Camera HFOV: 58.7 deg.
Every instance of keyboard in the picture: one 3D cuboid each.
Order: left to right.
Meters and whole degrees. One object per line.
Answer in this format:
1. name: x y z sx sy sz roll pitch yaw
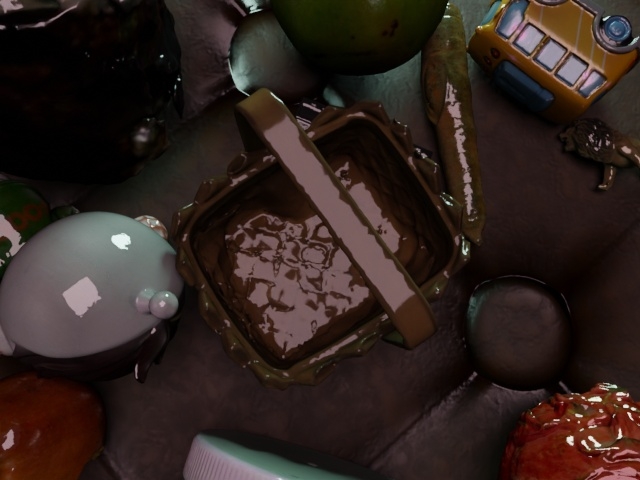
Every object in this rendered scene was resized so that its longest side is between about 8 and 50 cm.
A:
1. keyboard: 0.053 -0.133 0.782 0.197 0.010 0.064 24 76 1

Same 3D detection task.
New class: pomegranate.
1. pomegranate: 0.048 -0.350 0.685 0.235 0.302 0.236 -2 52 3

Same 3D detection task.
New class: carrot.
1. carrot: 0.179 -0.159 0.770 0.070 0.070 0.343 -5 81 -5

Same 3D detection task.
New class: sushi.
1. sushi: -0.297 -0.234 0.613 0.281 0.294 0.300 -16 68 -13

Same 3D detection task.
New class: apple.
1. apple: -0.319 0.212 0.610 0.155 0.158 0.147 3 77 0

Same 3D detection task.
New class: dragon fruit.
1. dragon fruit: 0.311 0.283 0.609 0.240 0.241 0.252 -35 97 -10

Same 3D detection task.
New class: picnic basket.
1. picnic basket: 0.000 0.000 0.600 0.291 0.321 0.254 -34 86 -8

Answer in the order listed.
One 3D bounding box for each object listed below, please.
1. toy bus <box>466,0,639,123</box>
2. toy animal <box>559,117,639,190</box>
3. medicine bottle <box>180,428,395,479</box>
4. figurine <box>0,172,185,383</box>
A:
1. toy bus: 0.303 -0.256 0.770 0.209 0.126 0.136 39 86 4
2. toy animal: 0.433 -0.100 0.774 0.219 0.069 0.086 26 68 0
3. medicine bottle: -0.042 0.339 0.555 0.252 0.252 0.241 16 77 -1
4. figurine: -0.295 0.024 0.629 0.369 0.167 0.281 28 44 21
